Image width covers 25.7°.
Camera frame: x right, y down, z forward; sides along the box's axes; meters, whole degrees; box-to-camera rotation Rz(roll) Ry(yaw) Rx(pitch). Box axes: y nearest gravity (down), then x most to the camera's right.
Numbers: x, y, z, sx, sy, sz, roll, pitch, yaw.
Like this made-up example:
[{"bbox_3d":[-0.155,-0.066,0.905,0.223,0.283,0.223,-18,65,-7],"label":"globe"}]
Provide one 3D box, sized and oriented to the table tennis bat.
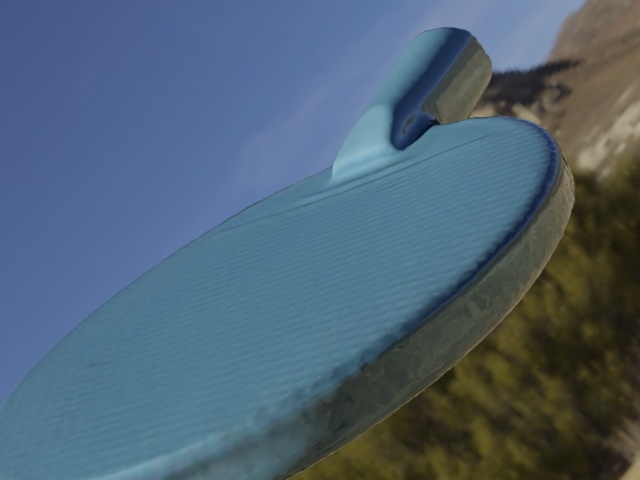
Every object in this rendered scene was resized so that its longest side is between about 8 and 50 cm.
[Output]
[{"bbox_3d":[0.000,0.000,0.515,0.215,0.044,0.329,-20,19,32],"label":"table tennis bat"}]
